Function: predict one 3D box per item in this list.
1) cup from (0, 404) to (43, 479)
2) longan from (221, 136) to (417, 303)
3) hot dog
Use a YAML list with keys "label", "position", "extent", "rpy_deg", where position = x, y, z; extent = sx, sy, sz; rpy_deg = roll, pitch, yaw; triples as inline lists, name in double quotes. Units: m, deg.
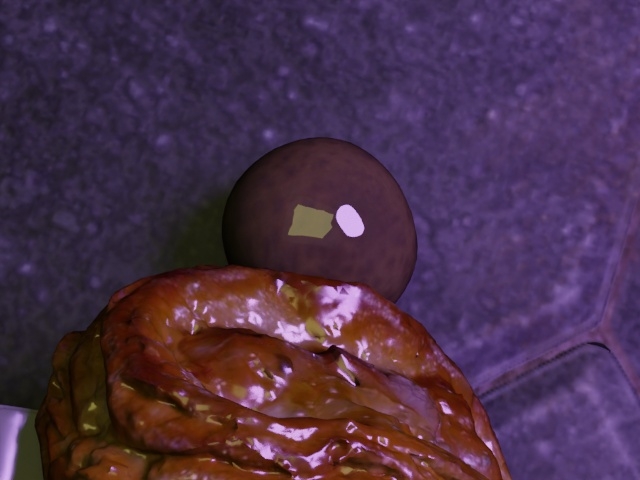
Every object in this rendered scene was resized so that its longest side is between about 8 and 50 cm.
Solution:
- label: "cup"
  position: [-0.152, 0.203, 0.569]
  extent: [0.241, 0.185, 0.226]
  rpy_deg: [14, 70, -29]
- label: "longan"
  position: [0.000, 0.000, 0.631]
  extent: [0.113, 0.092, 0.113]
  rpy_deg: [4, 78, -19]
- label: "hot dog"
  position: [0.008, 0.095, 0.536]
  extent: [0.259, 0.175, 0.114]
  rpy_deg: [19, 112, -29]
